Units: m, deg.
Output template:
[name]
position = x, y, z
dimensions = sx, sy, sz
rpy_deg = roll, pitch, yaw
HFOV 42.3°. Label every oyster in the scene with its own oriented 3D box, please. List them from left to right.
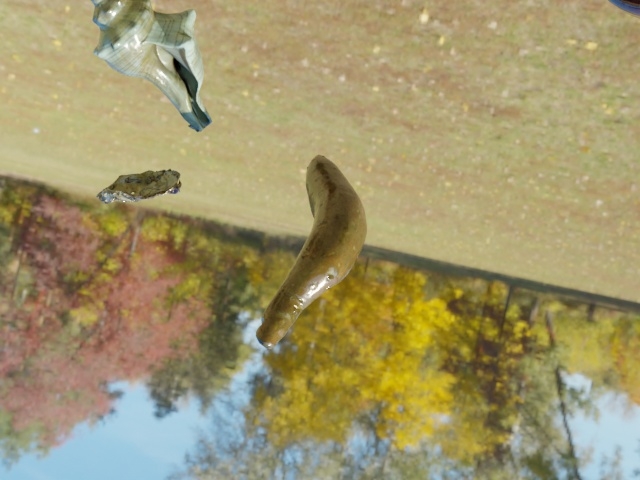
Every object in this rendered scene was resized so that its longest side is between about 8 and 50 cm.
[oyster]
position = -0.263, -0.077, 1.206
dimensions = 0.132, 0.029, 0.086
rpy_deg = 11, -143, 38

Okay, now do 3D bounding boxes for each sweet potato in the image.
[sweet potato]
position = 0.005, 0.001, 1.093
dimensions = 0.108, 0.346, 0.079
rpy_deg = -14, 130, 31

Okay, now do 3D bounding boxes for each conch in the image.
[conch]
position = -0.207, -0.259, 1.077
dimensions = 0.233, 0.115, 0.137
rpy_deg = 27, 153, -26

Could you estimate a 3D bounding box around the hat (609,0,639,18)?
[hat]
position = 0.370, -0.344, 0.899
dimensions = 0.089, 0.206, 0.205
rpy_deg = -28, -165, -21
